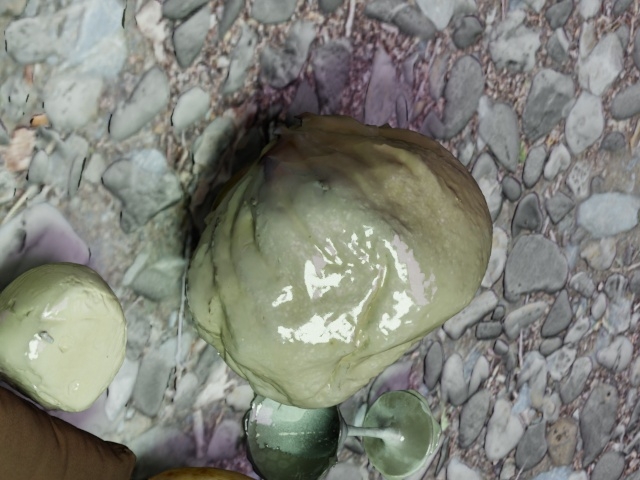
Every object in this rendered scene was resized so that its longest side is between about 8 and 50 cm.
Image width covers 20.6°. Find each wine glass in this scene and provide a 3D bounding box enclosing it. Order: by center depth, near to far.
[{"bbox_3d":[0.026,0.185,1.685,0.183,0.122,0.122,13,98,-50],"label":"wine glass"}]

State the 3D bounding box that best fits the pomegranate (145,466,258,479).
[{"bbox_3d":[-0.108,0.300,1.536,0.207,0.207,0.207,-21,122,-39],"label":"pomegranate"}]

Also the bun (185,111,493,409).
[{"bbox_3d":[0.005,0.003,1.500,0.205,0.281,0.281,46,71,-20],"label":"bun"}]

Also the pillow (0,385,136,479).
[{"bbox_3d":[-0.314,0.233,1.323,0.308,0.108,0.305,-51,146,-2],"label":"pillow"}]

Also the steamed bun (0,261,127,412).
[{"bbox_3d":[-0.213,0.071,1.396,0.112,0.091,0.130,-58,147,-12],"label":"steamed bun"}]
